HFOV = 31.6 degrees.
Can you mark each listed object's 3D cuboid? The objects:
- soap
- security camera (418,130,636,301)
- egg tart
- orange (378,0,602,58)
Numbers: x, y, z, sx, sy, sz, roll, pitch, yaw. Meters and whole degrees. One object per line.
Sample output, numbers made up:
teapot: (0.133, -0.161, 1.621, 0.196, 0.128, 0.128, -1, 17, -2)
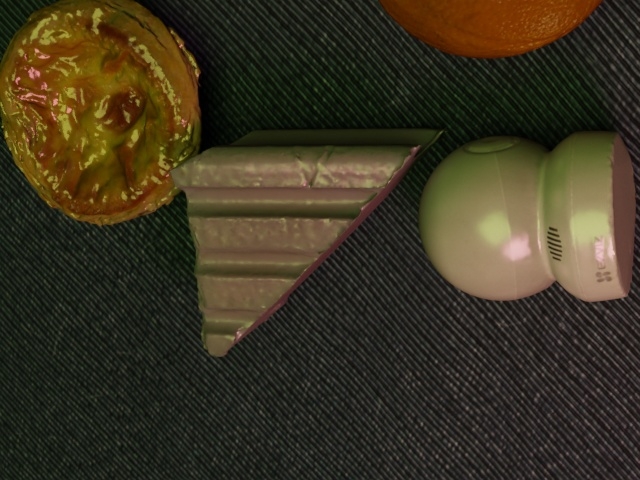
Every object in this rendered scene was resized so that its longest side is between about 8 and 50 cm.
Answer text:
soap: (0.000, 0.000, 1.353, 0.302, 0.159, 0.258, 1, 105, 20)
security camera: (0.224, -0.022, 1.261, 0.236, 0.194, 0.195, -4, 107, 23)
egg tart: (-0.264, -0.164, 1.409, 0.294, 0.116, 0.295, 6, 108, 18)
orange: (0.173, -0.314, 1.132, 0.274, 0.274, 0.274, 6, 110, 16)
